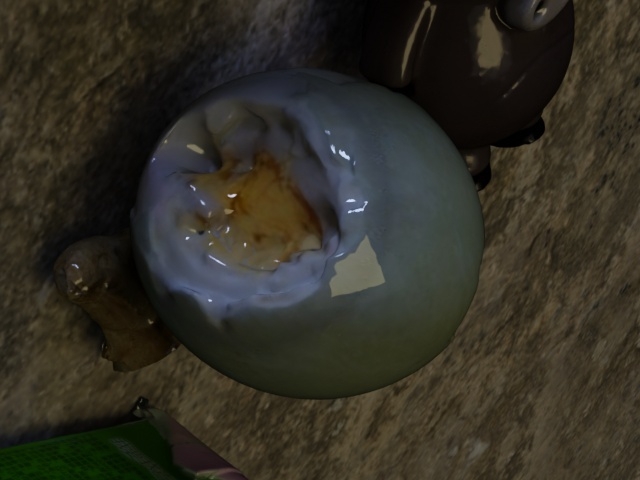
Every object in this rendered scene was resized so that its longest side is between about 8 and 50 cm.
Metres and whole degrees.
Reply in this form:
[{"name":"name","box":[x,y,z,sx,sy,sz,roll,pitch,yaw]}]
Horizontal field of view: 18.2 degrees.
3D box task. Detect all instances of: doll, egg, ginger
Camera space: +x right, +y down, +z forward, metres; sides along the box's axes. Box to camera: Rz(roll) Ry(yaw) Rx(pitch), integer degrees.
[{"name":"doll","box":[0.082,-0.145,1.149,0.182,0.117,0.257,-43,148,-33]},{"name":"egg","box":[0.000,0.000,1.106,0.183,0.183,0.217,-57,157,-1]},{"name":"ginger","box":[-0.109,0.035,1.117,0.057,0.044,0.137,-34,145,-3]}]

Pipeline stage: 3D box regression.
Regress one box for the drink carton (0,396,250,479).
[{"name":"drink carton","box":[-0.164,0.197,1.121,0.271,0.108,0.161,-6,125,-54]}]
